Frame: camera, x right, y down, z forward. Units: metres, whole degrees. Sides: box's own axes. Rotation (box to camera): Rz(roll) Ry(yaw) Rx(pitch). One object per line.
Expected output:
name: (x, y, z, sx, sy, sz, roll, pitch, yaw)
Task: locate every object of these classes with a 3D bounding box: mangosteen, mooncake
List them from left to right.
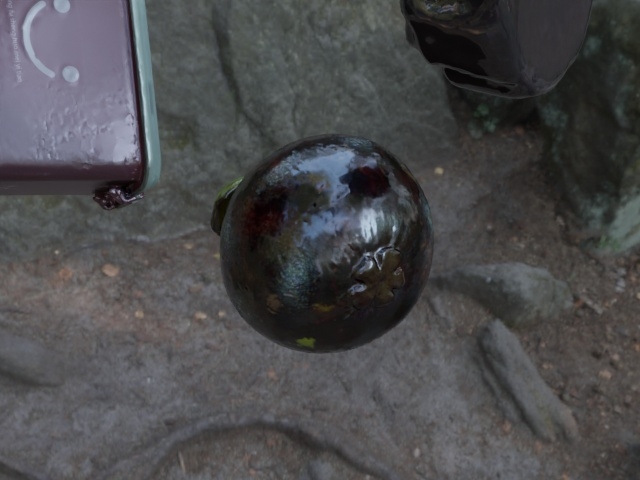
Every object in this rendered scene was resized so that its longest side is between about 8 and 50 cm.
mangosteen: (0.000, 0.000, 0.909, 0.288, 0.288, 0.288, 4, 37, -3)
mooncake: (0.187, -0.291, 0.747, 0.141, 0.283, 0.283, 15, 36, 38)

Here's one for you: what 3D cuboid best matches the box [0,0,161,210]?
box: (-0.274, -0.175, 0.715, 0.168, 0.294, 0.193, -6, -1, -28)
